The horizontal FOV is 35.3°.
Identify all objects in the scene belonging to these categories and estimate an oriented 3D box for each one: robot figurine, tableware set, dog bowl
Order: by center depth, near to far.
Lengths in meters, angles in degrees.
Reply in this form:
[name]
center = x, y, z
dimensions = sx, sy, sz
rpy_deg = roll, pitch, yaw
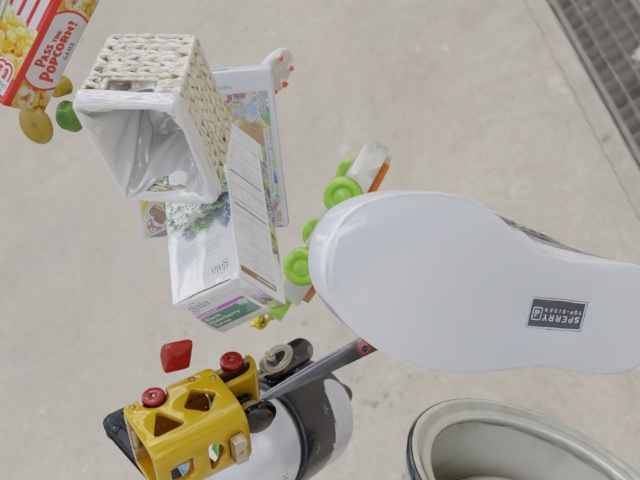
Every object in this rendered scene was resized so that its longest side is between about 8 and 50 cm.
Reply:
[tableware set]
center = -0.335, -0.157, 1.131
dimensions = 0.154, 0.104, 0.024
rpy_deg = -5, 24, 31
[dog bowl]
center = 0.273, 0.386, 1.293
dimensions = 0.408, 0.408, 0.150
rpy_deg = 51, 125, 49
[robot figurine]
center = -0.064, 0.261, 1.413
dimensions = 0.174, 0.278, 0.209
rpy_deg = -23, 87, 30

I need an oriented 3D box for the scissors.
[scissors]
center = 0.064, 0.106, 1.165
dimensions = 0.297, 0.109, 0.021
rpy_deg = -12, 21, -9

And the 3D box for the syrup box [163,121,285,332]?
[syrup box]
center = -0.117, -0.022, 1.184
dimensions = 0.093, 0.096, 0.236
rpy_deg = -26, 55, 23

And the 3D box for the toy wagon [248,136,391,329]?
[toy wagon]
center = 0.000, 0.000, 1.559
dimensions = 0.344, 0.068, 0.267
rpy_deg = -60, 1, 13

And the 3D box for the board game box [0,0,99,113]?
[board game box]
center = -0.220, -0.213, 0.732
dimensions = 0.147, 0.045, 0.193
rpy_deg = 35, 102, 23

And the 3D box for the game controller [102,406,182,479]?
[game controller]
center = -0.221, 0.392, 1.629
dimensions = 0.067, 0.166, 0.319
rpy_deg = -44, 76, -3

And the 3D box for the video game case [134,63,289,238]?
[video game case]
center = -0.156, -0.116, 1.348
dimensions = 0.206, 0.227, 0.026
rpy_deg = -5, 24, 2

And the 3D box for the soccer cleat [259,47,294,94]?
[soccer cleat]
center = -0.119, -0.257, 1.758
dimensions = 0.076, 0.068, 0.196
rpy_deg = 26, 83, 40

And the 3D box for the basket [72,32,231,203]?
[basket]
center = -0.166, -0.126, 1.043
dimensions = 0.113, 0.167, 0.103
rpy_deg = 3, 58, 13

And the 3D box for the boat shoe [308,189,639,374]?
[boat shoe]
center = 0.104, 0.024, 0.673
dimensions = 0.102, 0.301, 0.108
rpy_deg = 24, 102, 54

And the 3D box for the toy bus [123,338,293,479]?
[toy bus]
center = -0.119, 0.210, 1.141
dimensions = 0.202, 0.191, 0.104
rpy_deg = -56, 46, 10
